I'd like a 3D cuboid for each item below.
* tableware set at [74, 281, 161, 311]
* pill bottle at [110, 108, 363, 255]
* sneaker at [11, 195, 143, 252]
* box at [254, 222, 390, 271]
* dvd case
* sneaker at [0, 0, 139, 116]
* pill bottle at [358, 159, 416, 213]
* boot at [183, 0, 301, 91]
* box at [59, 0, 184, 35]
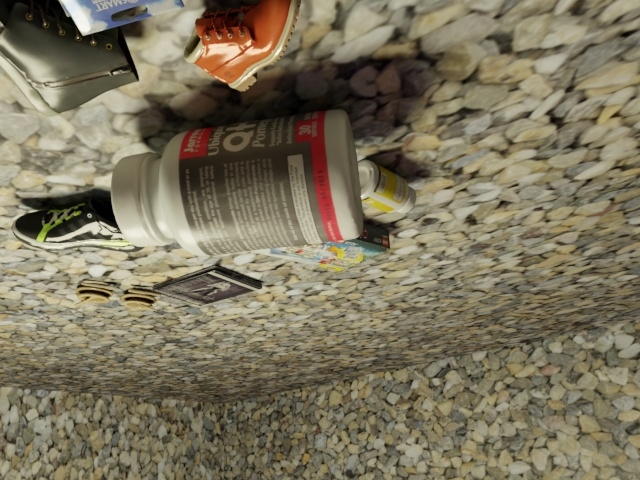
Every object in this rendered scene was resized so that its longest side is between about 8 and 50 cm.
[{"bbox_3d":[-0.507,0.151,1.389,0.194,0.039,0.128,12,156,-25],"label":"tableware set"},{"bbox_3d":[-0.108,-0.071,0.768,0.318,0.176,0.176,-7,156,8],"label":"pill bottle"},{"bbox_3d":[-0.403,-0.042,0.959,0.234,0.084,0.097,2,132,-12],"label":"sneaker"},{"bbox_3d":[0.000,0.000,1.111,0.233,0.044,0.159,15,151,-35],"label":"box"},{"bbox_3d":[-0.280,0.115,1.379,0.221,0.018,0.164,-17,151,32],"label":"dvd case"},{"bbox_3d":[-0.273,-0.224,0.545,0.118,0.083,0.222,-19,153,1],"label":"sneaker"},{"bbox_3d":[0.102,-0.082,0.907,0.116,0.065,0.065,20,148,-41],"label":"pill bottle"},{"bbox_3d":[-0.083,-0.219,0.584,0.084,0.059,0.158,19,150,-32],"label":"boot"},{"bbox_3d":[-0.193,-0.262,0.464,0.109,0.042,0.178,-16,156,-1],"label":"box"}]
